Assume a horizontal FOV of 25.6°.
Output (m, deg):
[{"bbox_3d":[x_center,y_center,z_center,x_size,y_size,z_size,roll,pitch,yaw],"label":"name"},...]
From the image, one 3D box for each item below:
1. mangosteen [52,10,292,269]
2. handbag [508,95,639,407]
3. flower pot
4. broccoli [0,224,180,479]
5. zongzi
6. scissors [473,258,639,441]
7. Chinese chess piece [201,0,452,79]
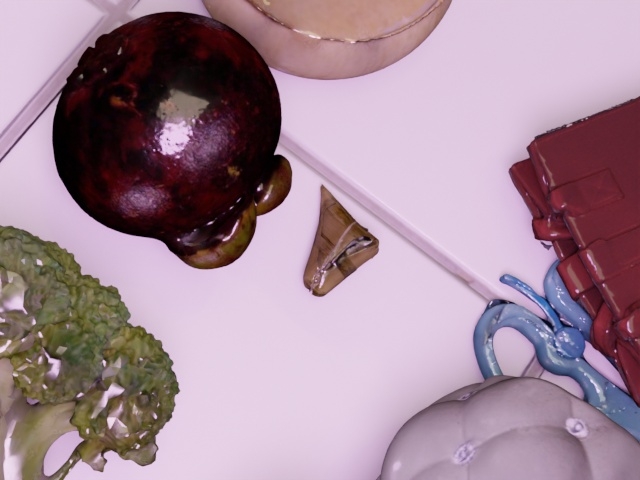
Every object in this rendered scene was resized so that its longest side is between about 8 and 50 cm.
[{"bbox_3d":[-0.121,-0.089,1.171,0.209,0.210,0.210,3,75,-12],"label":"mangosteen"},{"bbox_3d":[0.337,-0.014,1.290,0.275,0.084,0.260,-24,80,-24],"label":"handbag"},{"bbox_3d":[0.151,0.233,1.116,0.246,0.246,0.195,42,62,1],"label":"flower pot"},{"bbox_3d":[-0.240,0.120,1.105,0.254,0.186,0.302,-25,111,2],"label":"broccoli"},{"bbox_3d":[0.000,0.000,1.252,0.076,0.040,0.083,-38,75,-13],"label":"zongzi"},{"bbox_3d":[0.308,0.168,1.278,0.393,0.032,0.180,44,70,1],"label":"scissors"},{"bbox_3d":[0.006,-0.274,1.290,0.257,0.104,0.257,3,74,-12],"label":"Chinese chess piece"}]
